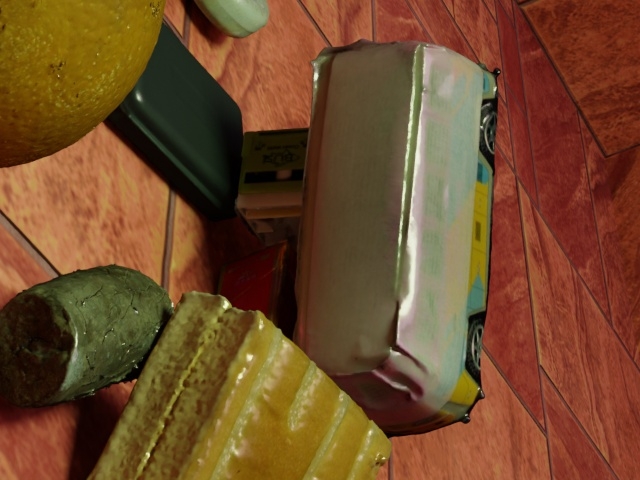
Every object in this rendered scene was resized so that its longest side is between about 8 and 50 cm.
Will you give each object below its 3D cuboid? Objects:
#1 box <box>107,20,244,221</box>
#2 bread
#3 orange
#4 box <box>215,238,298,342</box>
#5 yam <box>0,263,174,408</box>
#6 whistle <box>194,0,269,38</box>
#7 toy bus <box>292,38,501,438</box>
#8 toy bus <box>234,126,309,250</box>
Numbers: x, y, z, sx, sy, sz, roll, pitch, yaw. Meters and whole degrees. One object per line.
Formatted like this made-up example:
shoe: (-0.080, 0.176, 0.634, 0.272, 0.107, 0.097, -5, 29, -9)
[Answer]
box: (-0.150, -0.133, 1.813, 0.230, 0.050, 0.160, 47, 29, -48)
bread: (-0.070, 0.209, 1.464, 0.239, 0.111, 0.246, 47, 63, -43)
orange: (-0.244, -0.184, 1.286, 0.274, 0.274, 0.274, 53, 25, -38)
box: (-0.034, 0.173, 1.749, 0.197, 0.089, 0.313, 55, 25, -30)
yam: (-0.193, 0.076, 1.420, 0.107, 0.107, 0.183, 69, 21, 1)
whistle: (-0.141, -0.311, 2.004, 0.258, 0.067, 0.126, 40, 21, -47)
toy bus: (0.065, -0.006, 1.733, 0.162, 0.171, 0.386, 23, 66, -51)
toy bus: (0.000, 0.000, 1.912, 0.301, 0.113, 0.139, 58, 34, -55)
